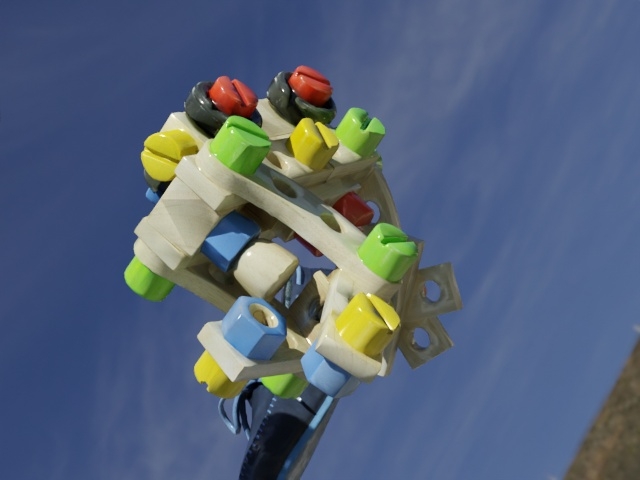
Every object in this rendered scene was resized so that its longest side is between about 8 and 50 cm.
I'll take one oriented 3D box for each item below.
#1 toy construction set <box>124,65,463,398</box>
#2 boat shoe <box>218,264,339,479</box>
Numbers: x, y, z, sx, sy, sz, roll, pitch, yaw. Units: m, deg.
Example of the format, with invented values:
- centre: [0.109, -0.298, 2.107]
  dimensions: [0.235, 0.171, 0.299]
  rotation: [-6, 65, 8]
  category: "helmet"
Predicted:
- centre: [0.000, 0.000, 0.892]
  dimensions: [0.151, 0.215, 0.327]
  rotation: [-50, -15, 10]
  category: "toy construction set"
- centre: [-0.029, 0.106, 1.081]
  dimensions: [0.258, 0.089, 0.109]
  rotation: [-63, -2, -64]
  category: "boat shoe"
